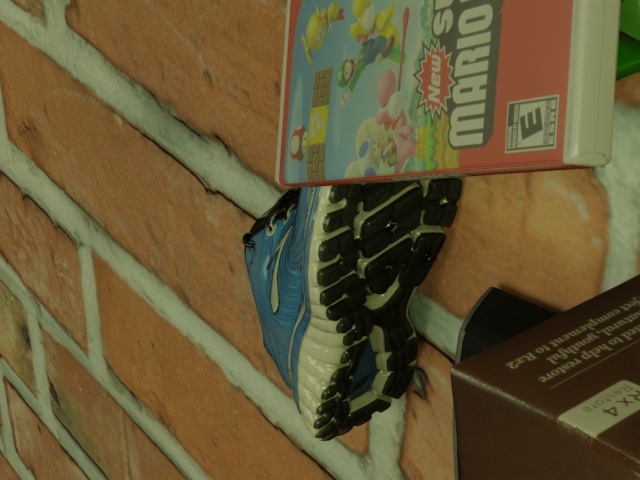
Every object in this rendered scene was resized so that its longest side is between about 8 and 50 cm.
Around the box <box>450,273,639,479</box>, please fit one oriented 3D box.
[{"bbox_3d":[0.192,0.219,0.672,0.143,0.191,0.381,26,129,50],"label":"box"}]

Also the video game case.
[{"bbox_3d":[0.056,-0.134,0.669,0.285,0.025,0.204,0,86,61],"label":"video game case"}]

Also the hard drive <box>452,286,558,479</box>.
[{"bbox_3d":[0.158,0.173,0.833,0.172,0.054,0.255,26,129,50],"label":"hard drive"}]

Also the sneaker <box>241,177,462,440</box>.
[{"bbox_3d":[0.000,0.000,0.908,0.147,0.130,0.330,45,142,31],"label":"sneaker"}]

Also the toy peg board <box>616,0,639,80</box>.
[{"bbox_3d":[0.159,-0.164,0.597,0.161,0.079,0.161,61,149,13],"label":"toy peg board"}]
